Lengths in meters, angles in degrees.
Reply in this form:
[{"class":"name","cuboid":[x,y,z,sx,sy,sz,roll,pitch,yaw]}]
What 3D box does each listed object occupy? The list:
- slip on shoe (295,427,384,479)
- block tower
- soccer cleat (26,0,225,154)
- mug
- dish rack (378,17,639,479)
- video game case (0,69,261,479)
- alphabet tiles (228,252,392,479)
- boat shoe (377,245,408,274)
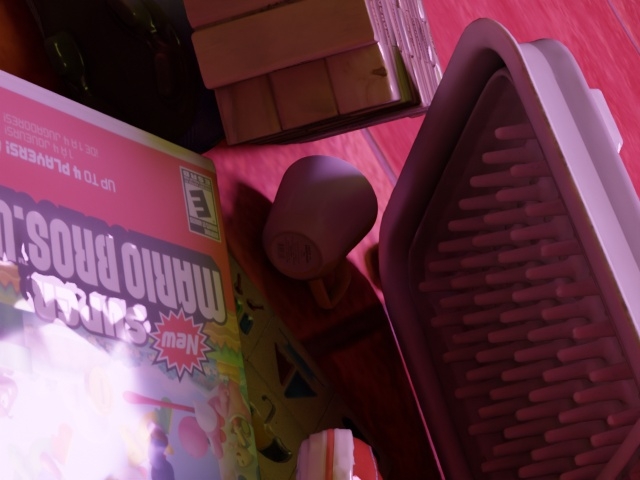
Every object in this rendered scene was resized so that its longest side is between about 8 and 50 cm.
[{"class":"slip on shoe","cuboid":[0.080,0.203,0.810,0.331,0.101,0.123,58,17,-31]},{"class":"block tower","cuboid":[0.007,-0.108,0.990,0.335,0.097,0.091,-18,94,-79]},{"class":"soccer cleat","cuboid":[-0.130,-0.171,0.955,0.289,0.093,0.121,65,18,10]},{"class":"mug","cuboid":[0.001,-0.003,1.022,0.078,0.062,0.064,45,37,-11]},{"class":"dish rack","cuboid":[0.132,0.072,0.939,0.072,0.285,0.333,-10,62,-18]},{"class":"video game case","cuboid":[-0.100,0.066,0.749,0.204,0.025,0.285,22,52,-50]},{"class":"alphabet tiles","cuboid":[-0.055,0.135,0.834,0.285,0.011,0.342,52,27,-11]},{"class":"boat shoe","cuboid":[0.085,0.010,1.161,0.135,0.045,0.050,-5,65,-60]}]
